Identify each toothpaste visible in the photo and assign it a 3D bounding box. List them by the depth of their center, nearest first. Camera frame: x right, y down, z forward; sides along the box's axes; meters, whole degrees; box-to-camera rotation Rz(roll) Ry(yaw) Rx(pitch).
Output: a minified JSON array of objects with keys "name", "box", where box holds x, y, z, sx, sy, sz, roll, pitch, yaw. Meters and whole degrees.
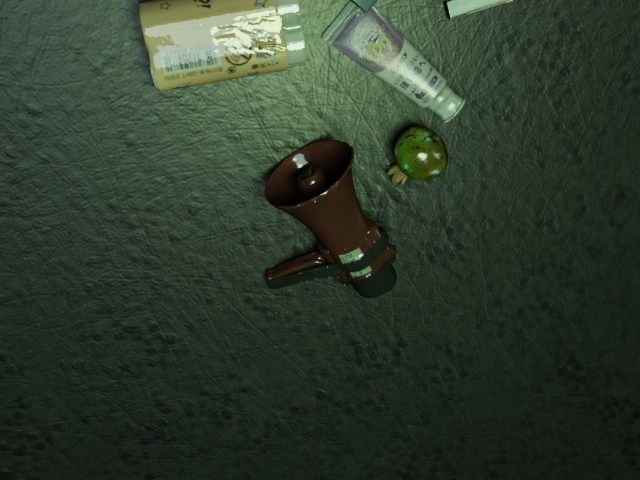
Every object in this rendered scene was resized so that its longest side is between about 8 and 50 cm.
[{"name":"toothpaste","box":[0.152,-0.346,1.902,0.299,0.073,0.114,37,101,-13]}]

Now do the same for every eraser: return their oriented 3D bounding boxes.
[{"name":"eraser","box":[-0.179,-0.379,1.815,0.291,0.087,0.171,-11,116,-5]}]

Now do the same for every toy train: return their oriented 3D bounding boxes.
[{"name":"toy train","box":[0.305,-0.478,1.888,0.148,0.038,0.070,-17,113,-2]}]

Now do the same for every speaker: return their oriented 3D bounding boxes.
[{"name":"speaker","box":[0.005,0.001,1.953,0.259,0.198,0.329,-32,123,-11]}]

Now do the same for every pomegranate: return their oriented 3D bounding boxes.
[{"name":"pomegranate","box":[0.190,-0.162,1.960,0.115,0.114,0.142,29,132,-19]}]

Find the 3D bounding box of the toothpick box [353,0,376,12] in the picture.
[{"name":"toothpick box","box":[0.096,-0.512,1.802,0.101,0.101,0.153,37,100,-21]}]
